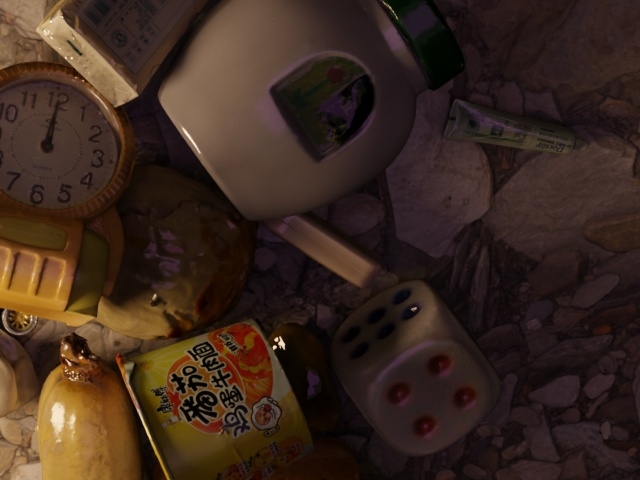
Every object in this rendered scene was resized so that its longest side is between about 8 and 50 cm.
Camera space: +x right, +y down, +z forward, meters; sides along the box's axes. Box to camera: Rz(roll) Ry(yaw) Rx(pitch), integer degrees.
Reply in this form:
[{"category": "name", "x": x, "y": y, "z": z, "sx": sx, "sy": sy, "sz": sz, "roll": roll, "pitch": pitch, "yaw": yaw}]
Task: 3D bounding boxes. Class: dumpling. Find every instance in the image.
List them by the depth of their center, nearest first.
[{"category": "dumpling", "x": -0.488, "y": 0.183, "z": 1.919, "sx": 0.176, "sy": 0.092, "sz": 0.150, "roll": 6, "pitch": 96, "yaw": -5}]

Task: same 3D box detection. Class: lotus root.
[{"category": "lotus root", "x": -0.329, "y": 0.285, "z": 1.944, "sx": 0.151, "sy": 0.169, "sz": 0.343, "roll": -5, "pitch": 111, "yaw": -16}]

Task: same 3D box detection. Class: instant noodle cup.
[{"category": "instant noodle cup", "x": -0.138, "y": 0.240, "z": 1.862, "sx": 0.200, "sy": 0.264, "sz": 0.264, "roll": -23, "pitch": 114, "yaw": -9}]

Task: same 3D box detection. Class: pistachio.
[{"category": "pistachio", "x": -0.034, "y": 0.216, "z": 2.015, "sx": 0.110, "sy": 0.100, "sz": 0.189, "roll": -17, "pitch": 115, "yaw": -4}]

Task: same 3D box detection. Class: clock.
[{"category": "clock", "x": -0.370, "y": -0.065, "z": 1.745, "sx": 0.244, "sy": 0.200, "sz": 0.317, "roll": 13, "pitch": 71, "yaw": -19}]

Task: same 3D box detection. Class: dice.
[{"category": "dice", "x": 0.139, "y": 0.187, "z": 1.991, "sx": 0.193, "sy": 0.194, "sz": 0.192, "roll": -37, "pitch": 115, "yaw": 6}]

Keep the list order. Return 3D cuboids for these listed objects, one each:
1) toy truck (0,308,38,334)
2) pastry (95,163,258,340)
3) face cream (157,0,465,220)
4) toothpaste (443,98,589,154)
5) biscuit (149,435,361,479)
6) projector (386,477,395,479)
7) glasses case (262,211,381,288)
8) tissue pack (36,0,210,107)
[{"category": "toy truck", "x": -0.498, "y": 0.042, "z": 1.839, "sx": 0.272, "sy": 0.124, "sz": 0.157, "roll": 2, "pitch": 95, "yaw": -15}, {"category": "pastry", "x": -0.209, "y": 0.041, "z": 1.875, "sx": 0.236, "sy": 0.170, "sz": 0.256, "roll": 18, "pitch": 111, "yaw": -15}, {"category": "face cream", "x": -0.011, "y": -0.209, "z": 1.788, "sx": 0.357, "sy": 0.219, "sz": 0.312, "roll": -36, "pitch": 114, "yaw": 0}, {"category": "toothpaste", "x": 0.287, "y": -0.158, "z": 1.972, "sx": 0.218, "sy": 0.041, "sz": 0.064, "roll": 10, "pitch": 114, "yaw": -11}, {"category": "biscuit", "x": -0.106, "y": 0.416, "z": 2.081, "sx": 0.351, "sy": 0.057, "sz": 0.312, "roll": -14, "pitch": 127, "yaw": -5}, {"category": "projector", "x": 0.043, "y": 0.522, "z": 1.983, "sx": 0.249, "sy": 0.249, "sz": 0.248, "roll": -20, "pitch": 148, "yaw": -1}, {"category": "glasses case", "x": 0.000, "y": 0.000, "z": 1.947, "sx": 0.196, "sy": 0.083, "sz": 0.050, "roll": 32, "pitch": 102, "yaw": -23}, {"category": "tissue pack", "x": -0.245, "y": -0.293, "z": 1.731, "sx": 0.148, "sy": 0.092, "sz": 0.196, "roll": 46, "pitch": 60, "yaw": -23}]
